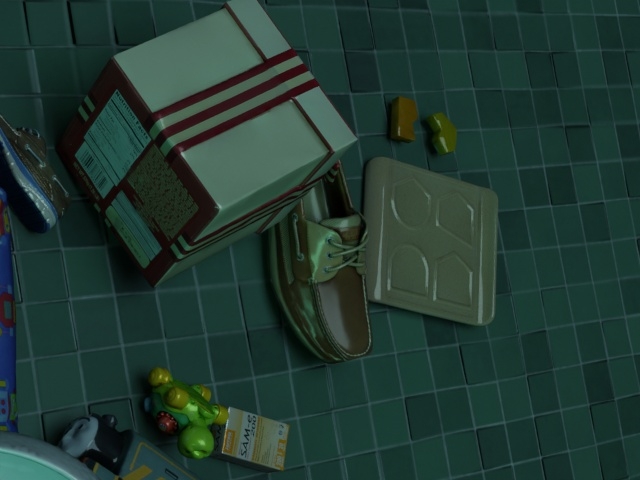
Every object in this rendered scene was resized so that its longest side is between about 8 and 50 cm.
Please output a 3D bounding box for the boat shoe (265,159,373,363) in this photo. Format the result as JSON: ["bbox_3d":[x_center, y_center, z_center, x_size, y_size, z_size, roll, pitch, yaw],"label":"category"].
[{"bbox_3d":[0.000,0.000,2.026,0.123,0.120,0.324,-16,87,-41],"label":"boat shoe"}]

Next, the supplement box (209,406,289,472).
[{"bbox_3d":[-0.091,0.252,1.960,0.098,0.036,0.062,21,67,-34],"label":"supplement box"}]

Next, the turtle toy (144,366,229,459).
[{"bbox_3d":[-0.164,0.212,1.867,0.095,0.130,0.066,29,98,-40],"label":"turtle toy"}]

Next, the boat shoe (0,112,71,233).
[{"bbox_3d":[-0.357,-0.099,1.814,0.066,0.066,0.183,-49,120,-40],"label":"boat shoe"}]

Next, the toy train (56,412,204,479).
[{"bbox_3d":[-0.191,0.342,1.805,0.334,0.142,0.190,39,46,-24],"label":"toy train"}]

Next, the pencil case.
[{"bbox_3d":[-0.401,0.084,1.694,0.133,0.119,0.306,-6,81,4],"label":"pencil case"}]

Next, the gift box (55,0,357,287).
[{"bbox_3d":[-0.143,-0.124,1.875,0.258,0.276,0.255,-30,86,-36],"label":"gift box"}]

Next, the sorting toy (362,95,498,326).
[{"bbox_3d":[0.156,-0.041,2.230,0.229,0.041,0.307,13,72,-32],"label":"sorting toy"}]

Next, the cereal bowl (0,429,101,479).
[{"bbox_3d":[-0.350,0.345,1.607,0.339,0.141,0.339,-1,103,-5],"label":"cereal bowl"}]
